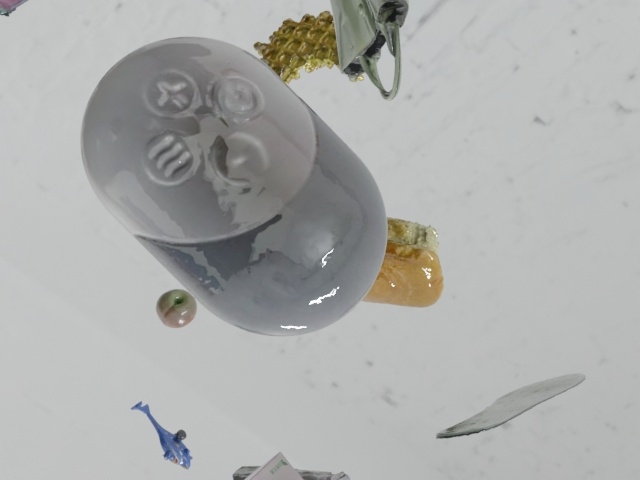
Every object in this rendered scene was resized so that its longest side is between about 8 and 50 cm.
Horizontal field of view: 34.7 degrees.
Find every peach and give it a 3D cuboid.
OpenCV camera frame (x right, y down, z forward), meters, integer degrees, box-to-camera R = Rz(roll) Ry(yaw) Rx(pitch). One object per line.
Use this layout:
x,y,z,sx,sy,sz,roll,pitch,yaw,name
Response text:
-0.284,0.136,2.022,0.083,0.083,0.083,-45,-161,21,peach

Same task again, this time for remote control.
-0.081,-0.056,0.995,0.221,0.332,0.103,-45,180,-19,remote control

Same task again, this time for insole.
0.234,0.192,1.217,0.109,0.007,0.322,-18,175,35,insole

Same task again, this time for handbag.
0.055,-0.335,1.357,0.241,0.109,0.315,129,-40,-72,handbag

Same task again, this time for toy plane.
-0.313,0.390,2.042,0.054,0.167,0.062,-38,178,33,toy plane

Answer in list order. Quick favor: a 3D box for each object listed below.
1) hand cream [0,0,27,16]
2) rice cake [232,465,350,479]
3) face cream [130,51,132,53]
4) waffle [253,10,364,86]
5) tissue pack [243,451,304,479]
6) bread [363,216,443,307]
-0.383,-0.390,1.416,0.275,0.079,0.050,-53,161,-46,hand cream
-0.056,0.389,1.633,0.270,0.055,0.049,-11,-95,46,rice cake
-0.370,-0.284,2.189,0.149,0.083,0.263,-23,-111,46,face cream
-0.032,-0.457,2.477,0.293,0.069,0.259,-16,-126,10,waffle
-0.118,0.367,1.196,0.148,0.092,0.246,-45,173,33,tissue pack
0.091,0.032,1.725,0.174,0.246,0.121,74,30,-61,bread
